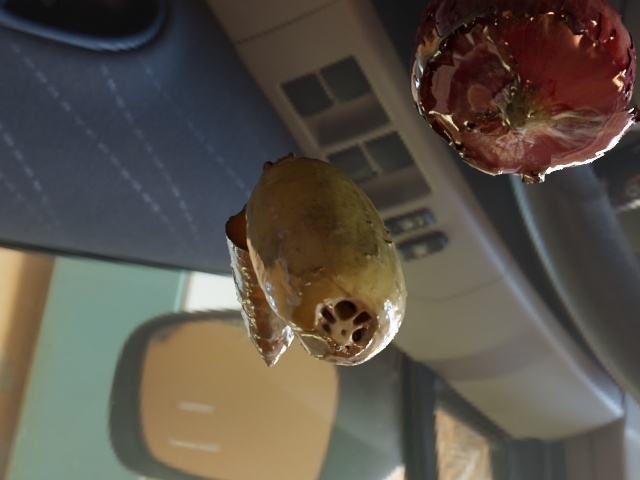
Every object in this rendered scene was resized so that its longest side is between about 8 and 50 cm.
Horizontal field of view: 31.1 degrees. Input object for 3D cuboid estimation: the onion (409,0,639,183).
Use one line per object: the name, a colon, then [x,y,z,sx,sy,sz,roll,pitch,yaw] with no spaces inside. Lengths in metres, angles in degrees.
onion: [0.160,-0.141,0.880,0.184,0.147,0.184,18,148,12]

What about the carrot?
carrot: [-0.074,0.077,1.571,0.101,0.102,0.263,7,129,12]

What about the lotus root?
lotus root: [0.000,0.000,1.287,0.151,0.343,0.169,-29,126,7]
